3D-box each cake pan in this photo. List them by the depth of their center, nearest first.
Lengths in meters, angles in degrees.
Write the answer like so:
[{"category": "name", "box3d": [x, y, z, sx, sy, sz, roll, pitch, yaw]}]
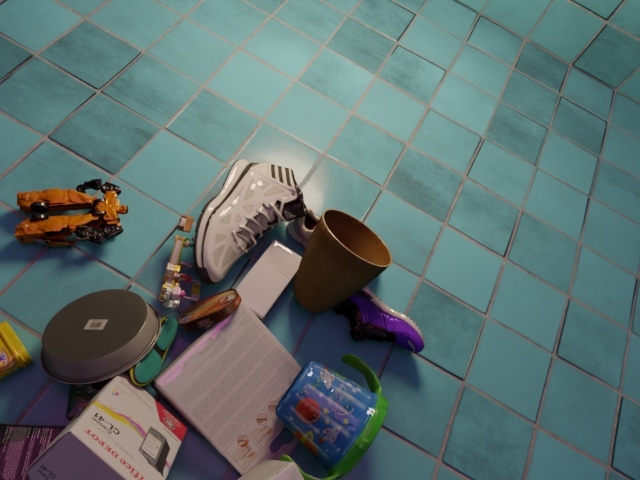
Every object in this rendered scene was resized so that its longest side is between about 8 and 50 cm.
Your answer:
[{"category": "cake pan", "box3d": [-0.551, 0.225, 1.289, 0.292, 0.054, 0.293, -3, 37, 2]}]

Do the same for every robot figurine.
[{"category": "robot figurine", "box3d": [-0.700, -0.074, 1.473, 0.290, 0.085, 0.211, -4, 64, -17]}]

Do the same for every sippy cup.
[{"category": "sippy cup", "box3d": [0.016, 0.432, 1.307, 0.224, 0.240, 0.305, 37, 15, 3]}]

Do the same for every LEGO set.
[{"category": "LEGO set", "box3d": [-0.378, 0.071, 1.469, 0.107, 0.132, 0.287, 15, 52, -17]}]

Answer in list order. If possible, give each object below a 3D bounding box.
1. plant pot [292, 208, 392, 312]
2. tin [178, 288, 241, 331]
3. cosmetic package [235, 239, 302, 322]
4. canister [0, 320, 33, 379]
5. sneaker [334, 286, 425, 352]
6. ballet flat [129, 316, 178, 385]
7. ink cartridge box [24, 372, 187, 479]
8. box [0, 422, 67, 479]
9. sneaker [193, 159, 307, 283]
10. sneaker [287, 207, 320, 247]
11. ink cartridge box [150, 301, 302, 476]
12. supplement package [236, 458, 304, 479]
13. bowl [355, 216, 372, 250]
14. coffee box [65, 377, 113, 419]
[{"category": "plant pot", "box3d": [0.036, 0.080, 1.486, 0.237, 0.254, 0.237, 29, 26, -16]}, {"category": "tin", "box3d": [-0.299, 0.189, 1.402, 0.040, 0.189, 0.106, 58, 23, -25]}, {"category": "cosmetic package", "box3d": [-0.156, 0.122, 1.523, 0.117, 0.085, 0.231, 35, 60, 5]}, {"category": "canister", "box3d": [-0.811, 0.293, 1.248, 0.169, 0.073, 0.126, -34, 75, -27]}, {"category": "sneaker", "box3d": [0.162, 0.259, 1.531, 0.293, 0.102, 0.146, 37, 58, 15]}, {"category": "ballet flat", "box3d": [-0.437, 0.287, 1.323, 0.077, 0.077, 0.231, 57, 25, -24]}, {"category": "ink cartridge box", "box3d": [-0.433, 0.445, 1.106, 0.131, 0.306, 0.226, -44, 98, 2]}, {"category": "box", "box3d": [-0.633, 0.550, 1.140, 0.184, 0.103, 0.262, 7, 60, -10]}, {"category": "sneaker", "box3d": [-0.188, -0.066, 1.514, 0.257, 0.169, 0.448, 4, 55, 20]}, {"category": "sneaker", "box3d": [0.000, 0.000, 1.615, 0.252, 0.111, 0.103, 43, 60, 9]}, {"category": "ink cartridge box", "box3d": [-0.203, 0.405, 1.375, 0.385, 0.091, 0.308, 50, 59, -6]}, {"category": "supplement package", "box3d": [-0.121, 0.628, 1.133, 0.199, 0.263, 0.198, -28, 82, -27]}, {"category": "bowl", "box3d": [0.121, 0.019, 1.634, 0.080, 0.170, 0.170, -30, 71, 4]}, {"category": "coffee box", "box3d": [-0.567, 0.354, 1.301, 0.113, 0.040, 0.184, 2, 62, -16]}]
